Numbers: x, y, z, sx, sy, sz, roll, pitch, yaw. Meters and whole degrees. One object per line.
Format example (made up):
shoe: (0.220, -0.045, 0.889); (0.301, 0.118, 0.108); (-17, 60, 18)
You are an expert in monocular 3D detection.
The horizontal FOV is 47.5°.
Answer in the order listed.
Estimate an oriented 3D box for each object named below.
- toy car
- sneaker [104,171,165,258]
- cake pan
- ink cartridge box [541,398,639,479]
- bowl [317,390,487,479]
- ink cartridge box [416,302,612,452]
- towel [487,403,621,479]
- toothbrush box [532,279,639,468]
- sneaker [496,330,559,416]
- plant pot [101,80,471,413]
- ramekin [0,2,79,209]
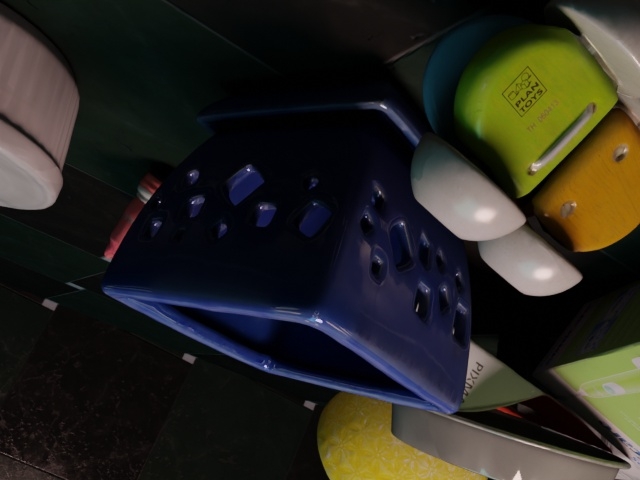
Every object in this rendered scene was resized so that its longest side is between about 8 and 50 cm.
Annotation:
toy car: (0.131, -0.069, 0.453); (0.182, 0.159, 0.136); (34, -168, -40)
sneaker: (-0.198, 0.031, 0.986); (0.116, 0.136, 0.314); (33, 166, 24)
cake pan: (0.212, 0.242, 0.870); (0.293, 0.054, 0.293); (17, 174, 2)
ink cartridge box: (0.414, 0.273, 0.979); (0.190, 0.082, 0.139); (-6, 150, 42)
bowl: (0.156, 0.303, 1.131); (0.289, 0.290, 0.156); (23, 123, -14)
ink cartridge box: (0.123, 0.168, 0.918); (0.385, 0.091, 0.308); (37, 167, -19)
towel: (0.385, 0.341, 1.251); (0.316, 0.053, 0.332); (26, -171, -29)
toothbrush box: (0.371, 0.141, 0.713); (0.206, 0.122, 0.283); (41, 161, 7)
sneaker: (0.339, 0.201, 1.080); (0.130, 0.109, 0.286); (-4, 159, 28)
plant pot: (0.000, 0.000, 0.622); (0.235, 0.212, 0.236); (3, 156, 38)
ramekin: (-0.361, -0.145, 0.690); (0.272, 0.127, 0.273); (16, 162, 5)
